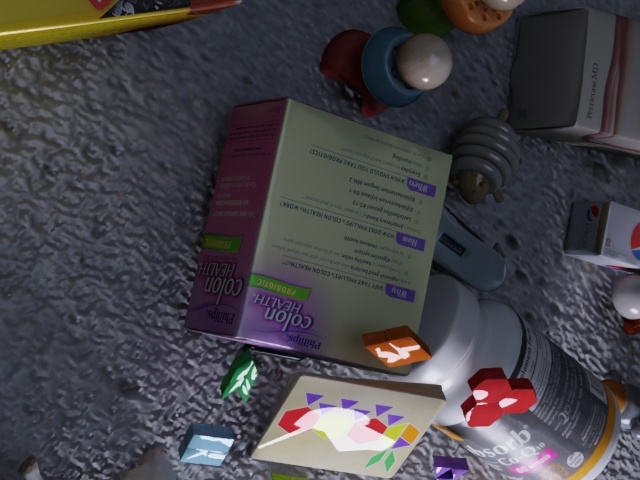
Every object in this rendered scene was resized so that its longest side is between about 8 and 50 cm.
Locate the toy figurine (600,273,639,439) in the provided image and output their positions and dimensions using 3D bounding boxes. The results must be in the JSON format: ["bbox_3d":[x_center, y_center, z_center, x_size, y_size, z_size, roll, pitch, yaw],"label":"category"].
[{"bbox_3d":[0.449,0.155,1.563,0.148,0.213,0.209,27,82,-42],"label":"toy figurine"}]

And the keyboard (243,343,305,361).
[{"bbox_3d":[-0.048,0.035,1.360,0.108,0.023,0.180,14,83,-32],"label":"keyboard"}]

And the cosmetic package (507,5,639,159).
[{"bbox_3d":[0.389,-0.185,1.564,0.296,0.129,0.153,6,89,-31],"label":"cosmetic package"}]

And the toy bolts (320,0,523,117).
[{"bbox_3d":[0.101,-0.259,1.364,0.218,0.158,0.228,37,72,-27],"label":"toy bolts"}]

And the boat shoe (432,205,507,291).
[{"bbox_3d":[0.134,-0.005,1.452,0.183,0.083,0.065,41,89,2],"label":"boat shoe"}]

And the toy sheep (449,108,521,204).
[{"bbox_3d":[0.195,-0.099,1.474,0.091,0.091,0.132,37,59,-27],"label":"toy sheep"}]

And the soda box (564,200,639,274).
[{"bbox_3d":[0.419,0.008,1.623,0.216,0.069,0.074,15,83,-31],"label":"soda box"}]

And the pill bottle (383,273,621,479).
[{"bbox_3d":[0.202,0.166,1.437,0.278,0.162,0.162,37,73,-27],"label":"pill bottle"}]

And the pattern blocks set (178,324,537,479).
[{"bbox_3d":[0.032,0.189,1.304,0.325,0.026,0.285,20,125,-28],"label":"pattern blocks set"}]

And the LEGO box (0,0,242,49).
[{"bbox_3d":[-0.350,-0.344,1.062,0.500,0.193,0.372,-15,99,-31],"label":"LEGO box"}]

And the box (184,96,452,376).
[{"bbox_3d":[0.000,0.000,1.307,0.213,0.117,0.243,15,82,-32],"label":"box"}]

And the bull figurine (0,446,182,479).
[{"bbox_3d":[-0.252,0.314,1.196,0.188,0.101,0.310,39,69,-22],"label":"bull figurine"}]
